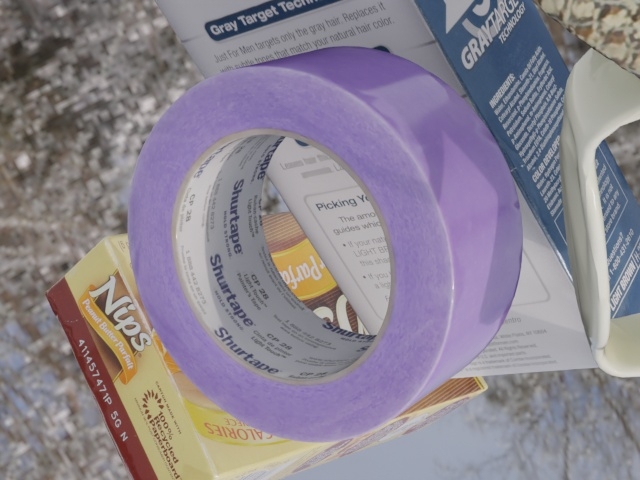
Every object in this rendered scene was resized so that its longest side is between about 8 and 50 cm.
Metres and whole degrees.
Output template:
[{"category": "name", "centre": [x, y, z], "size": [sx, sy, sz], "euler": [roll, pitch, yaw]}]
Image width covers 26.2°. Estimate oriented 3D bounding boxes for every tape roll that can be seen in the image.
[{"category": "tape roll", "centre": [0.000, 0.000, 0.693], "size": [0.189, 0.189, 0.080], "euler": [-1, -167, 32]}]

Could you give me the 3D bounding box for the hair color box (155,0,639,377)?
[{"category": "hair color box", "centre": [0.051, -0.079, 0.820], "size": [0.174, 0.347, 0.105], "euler": [-10, -148, 42]}]

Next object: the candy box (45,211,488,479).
[{"category": "candy box", "centre": [-0.028, 0.077, 1.032], "size": [0.316, 0.183, 0.087], "euler": [-9, 157, -50]}]

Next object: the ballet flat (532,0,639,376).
[{"category": "ballet flat", "centre": [0.193, 0.009, 0.538], "size": [0.182, 0.483, 0.164], "euler": [-32, -133, 10]}]
